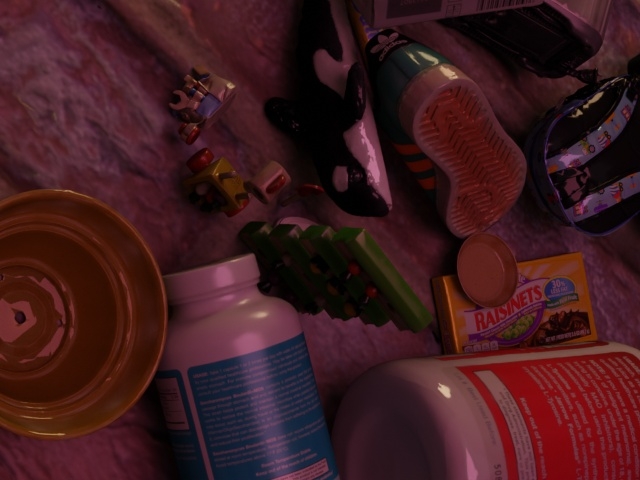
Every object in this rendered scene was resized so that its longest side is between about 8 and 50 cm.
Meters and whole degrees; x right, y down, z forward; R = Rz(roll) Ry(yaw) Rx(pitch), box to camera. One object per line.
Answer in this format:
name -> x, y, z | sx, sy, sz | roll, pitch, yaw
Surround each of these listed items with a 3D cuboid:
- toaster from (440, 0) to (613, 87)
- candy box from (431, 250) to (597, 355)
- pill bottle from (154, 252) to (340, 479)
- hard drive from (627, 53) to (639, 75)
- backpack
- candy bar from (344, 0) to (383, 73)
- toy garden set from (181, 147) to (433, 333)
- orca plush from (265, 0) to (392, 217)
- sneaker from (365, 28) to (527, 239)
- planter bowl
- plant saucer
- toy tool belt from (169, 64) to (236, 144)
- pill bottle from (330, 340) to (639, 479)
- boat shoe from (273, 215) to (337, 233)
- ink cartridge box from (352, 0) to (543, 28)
toaster -> 0.235, -0.282, 1.745 | 0.227, 0.129, 0.146 | 27, 67, -12
candy box -> 0.215, 0.077, 1.766 | 0.205, 0.027, 0.105 | -9, 86, -34
pill bottle -> -0.074, 0.150, 1.494 | 0.146, 0.146, 0.264 | -16, 94, -34
hard drive -> 0.420, -0.104, 1.844 | 0.054, 0.172, 0.255 | -14, 92, -9
backpack -> 0.295, -0.084, 1.781 | 0.173, 0.117, 0.158 | -33, 103, -32
candy bar -> 0.063, -0.190, 1.699 | 0.040, 0.018, 0.161 | -24, 99, -33
toy garden set -> -0.028, 0.005, 1.484 | 0.049, 0.244, 0.204 | -44, 109, -18
orca plush -> -0.008, -0.155, 1.601 | 0.102, 0.151, 0.287 | -12, 91, -1
sneaker -> 0.126, -0.113, 1.642 | 0.108, 0.121, 0.302 | -36, 148, -3
planter bowl -> -0.251, 0.067, 1.418 | 0.217, 0.090, 0.217 | 4, 83, -34
plant saucer -> 0.176, 0.033, 1.721 | 0.083, 0.015, 0.083 | 8, 75, -31
toy tool belt -> -0.123, -0.133, 1.557 | 0.051, 0.052, 0.083 | 35, 59, 9
pill bottle -> 0.232, 0.221, 1.640 | 0.407, 0.229, 0.229 | -2, 86, -33
boat shoe -> 0.000, 0.000, 1.625 | 0.100, 0.035, 0.035 | 25, 72, -29
ink cartridge box -> 0.099, -0.309, 1.633 | 0.189, 0.232, 0.066 | -11, 130, -16
